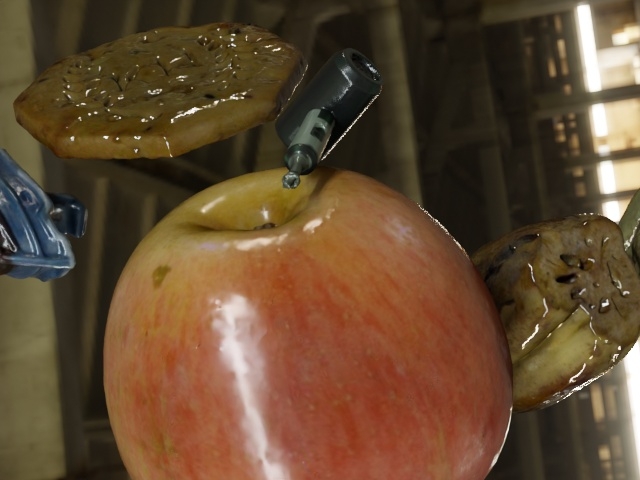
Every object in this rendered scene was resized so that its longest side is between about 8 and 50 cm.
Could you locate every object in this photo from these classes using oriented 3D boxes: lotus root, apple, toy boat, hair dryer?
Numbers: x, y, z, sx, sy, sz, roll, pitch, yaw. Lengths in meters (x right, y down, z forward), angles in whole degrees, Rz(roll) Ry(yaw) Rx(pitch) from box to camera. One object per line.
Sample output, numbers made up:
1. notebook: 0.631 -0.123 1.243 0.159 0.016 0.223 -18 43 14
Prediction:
1. lotus root: 0.211 0.088 1.367 0.291 0.193 0.193 129 144 -59
2. apple: -0.016 0.104 1.162 0.364 0.363 0.364 -8 -90 -76
3. toy boat: -0.362 -0.032 1.567 0.309 0.142 0.129 36 123 51
4. hair dryer: -0.003 -0.091 1.120 0.057 0.100 0.198 36 -151 -9

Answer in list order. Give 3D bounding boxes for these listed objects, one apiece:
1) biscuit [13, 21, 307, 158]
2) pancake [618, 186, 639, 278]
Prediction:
1. biscuit: -0.194 -0.190 1.579 0.359 0.359 0.046 -74 -22 -59
2. pancake: 0.500 -0.038 1.869 0.050 0.242 0.242 45 171 34
